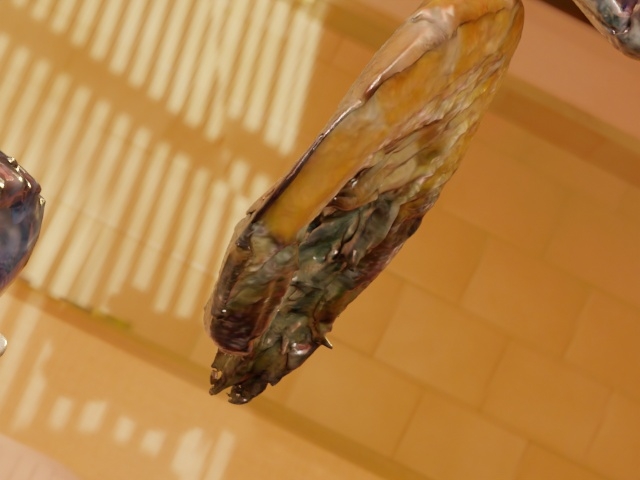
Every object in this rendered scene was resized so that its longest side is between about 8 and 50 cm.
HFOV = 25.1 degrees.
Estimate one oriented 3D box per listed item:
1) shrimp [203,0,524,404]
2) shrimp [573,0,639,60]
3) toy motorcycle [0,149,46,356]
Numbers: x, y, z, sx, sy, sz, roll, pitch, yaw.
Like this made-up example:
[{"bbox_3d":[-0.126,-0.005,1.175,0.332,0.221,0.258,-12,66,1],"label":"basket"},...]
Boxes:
[{"bbox_3d":[0.000,0.000,1.006,0.272,0.085,0.445,-38,-15,-46],"label":"shrimp"},{"bbox_3d":[0.159,-0.273,1.045,0.137,0.372,0.172,-53,-26,21],"label":"shrimp"},{"bbox_3d":[-0.180,0.082,0.384,0.239,0.108,0.204,-19,-29,-38],"label":"toy motorcycle"}]
